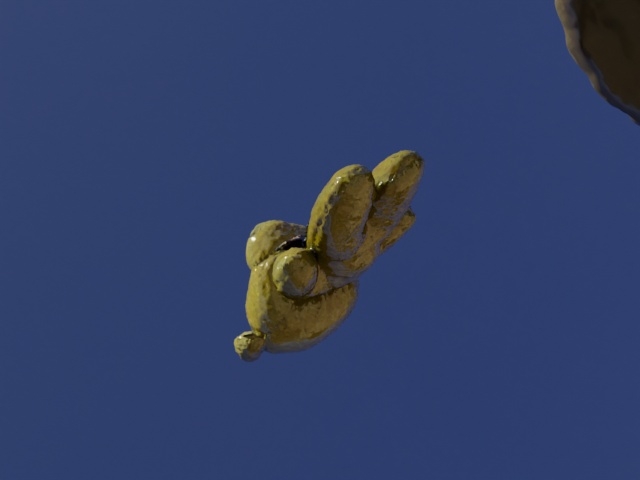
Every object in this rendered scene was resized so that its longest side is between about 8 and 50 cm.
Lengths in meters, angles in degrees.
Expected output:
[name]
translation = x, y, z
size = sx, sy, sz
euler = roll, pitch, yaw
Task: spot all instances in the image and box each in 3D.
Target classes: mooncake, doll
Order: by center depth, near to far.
[doll]
translation = 0.000, 0.000, 1.076
size = 0.097, 0.209, 0.137
euler = 45, -136, 13
[mooncake]
translation = 0.300, -0.199, 1.150
size = 0.124, 0.228, 0.228
euler = -46, -56, -53
